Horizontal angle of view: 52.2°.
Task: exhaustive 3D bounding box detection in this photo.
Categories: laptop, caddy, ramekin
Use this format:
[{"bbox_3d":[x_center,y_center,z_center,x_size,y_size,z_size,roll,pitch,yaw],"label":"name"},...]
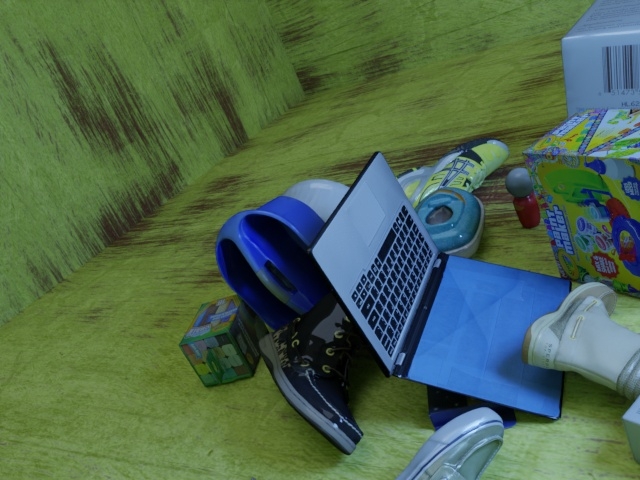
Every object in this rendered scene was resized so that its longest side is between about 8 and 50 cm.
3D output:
[{"bbox_3d":[0.233,0.049,1.139,0.236,0.408,0.382,-22,20,33],"label":"laptop"},{"bbox_3d":[-0.077,0.068,1.467,0.241,0.341,0.179,-42,4,31],"label":"caddy"},{"bbox_3d":[0.000,0.000,1.617,0.277,0.277,0.135,-12,34,28],"label":"ramekin"}]

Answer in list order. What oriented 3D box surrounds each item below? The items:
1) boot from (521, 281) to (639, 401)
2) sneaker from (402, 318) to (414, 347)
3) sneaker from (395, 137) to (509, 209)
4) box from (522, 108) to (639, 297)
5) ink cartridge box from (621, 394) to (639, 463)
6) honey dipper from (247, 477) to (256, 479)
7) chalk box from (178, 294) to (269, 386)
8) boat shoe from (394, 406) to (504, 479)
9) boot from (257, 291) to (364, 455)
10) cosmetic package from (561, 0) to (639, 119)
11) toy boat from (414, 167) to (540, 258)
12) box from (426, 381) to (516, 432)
[{"bbox_3d":[0.468,0.156,1.029,0.262,0.095,0.203,-19,26,-41],"label":"boot"},{"bbox_3d":[0.134,0.186,1.329,0.192,0.064,0.086,-9,26,31],"label":"sneaker"},{"bbox_3d":[0.367,-0.151,1.787,0.384,0.145,0.147,-28,53,-13],"label":"sneaker"},{"bbox_3d":[0.558,-0.067,1.165,0.177,0.290,0.279,-35,24,-20],"label":"box"},{"bbox_3d":[0.522,0.217,0.849,0.208,0.087,0.153,-37,25,-25],"label":"ink cartridge box"},{"bbox_3d":[-0.179,0.454,1.112,0.160,0.030,0.030,-27,23,0],"label":"honey dipper"},{"bbox_3d":[-0.222,0.238,1.488,0.132,0.132,0.213,-16,23,19],"label":"chalk box"},{"bbox_3d":[0.159,0.361,0.910,0.302,0.109,0.094,-40,41,-12],"label":"boat shoe"},{"bbox_3d":[0.050,0.198,1.224,0.284,0.138,0.377,-41,24,-5],"label":"boot"},{"bbox_3d":[0.808,-0.409,1.562,0.329,0.327,0.393,7,38,38],"label":"cosmetic package"},{"bbox_3d":[0.353,-0.070,1.543,0.318,0.148,0.267,-15,31,18],"label":"toy boat"},{"bbox_3d":[0.252,0.245,1.127,0.136,0.036,0.225,-19,25,14],"label":"box"}]
